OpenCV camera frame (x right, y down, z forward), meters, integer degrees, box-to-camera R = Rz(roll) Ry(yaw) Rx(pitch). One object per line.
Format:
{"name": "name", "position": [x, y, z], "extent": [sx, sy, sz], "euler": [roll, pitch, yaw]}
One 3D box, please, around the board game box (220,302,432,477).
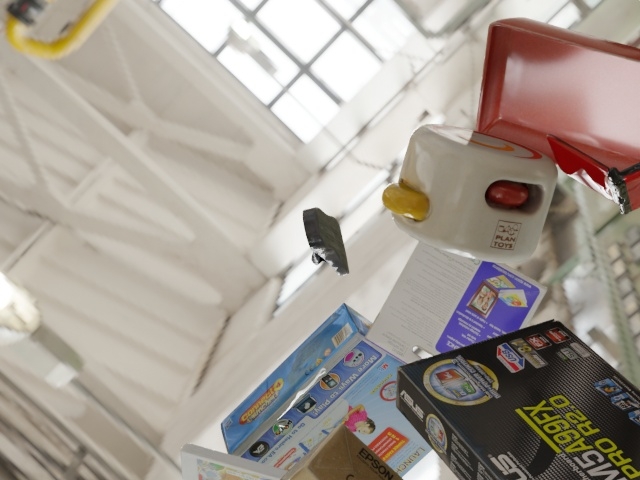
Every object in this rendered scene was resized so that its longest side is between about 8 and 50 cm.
{"name": "board game box", "position": [0.045, 0.299, 1.975], "extent": [0.302, 0.308, 0.086], "euler": [37, -166, -33]}

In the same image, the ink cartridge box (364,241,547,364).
{"name": "ink cartridge box", "position": [0.201, 0.110, 1.755], "extent": [0.206, 0.208, 0.045], "euler": [31, -174, 19]}

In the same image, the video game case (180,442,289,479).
{"name": "video game case", "position": [-0.106, 0.424, 1.788], "extent": [0.227, 0.206, 0.026], "euler": [11, -151, 22]}

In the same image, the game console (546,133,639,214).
{"name": "game console", "position": [0.320, -0.087, 1.239], "extent": [0.085, 0.124, 0.144], "euler": [67, -168, 17]}

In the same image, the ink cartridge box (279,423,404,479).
{"name": "ink cartridge box", "position": [0.045, 0.344, 1.297], "extent": [0.234, 0.193, 0.088], "euler": [43, -135, 2]}

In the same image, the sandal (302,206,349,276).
{"name": "sandal", "position": [0.000, -0.001, 2.018], "extent": [0.254, 0.054, 0.097], "euler": [49, -150, -68]}

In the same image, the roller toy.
{"name": "roller toy", "position": [0.190, -0.054, 1.474], "extent": [0.191, 0.146, 0.209], "euler": [19, -165, 17]}

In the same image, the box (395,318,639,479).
{"name": "box", "position": [0.237, 0.199, 1.228], "extent": [0.216, 0.060, 0.270], "euler": [-13, -146, -23]}

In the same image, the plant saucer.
{"name": "plant saucer", "position": [0.335, -0.180, 1.502], "extent": [0.258, 0.048, 0.259], "euler": [18, 154, 12]}
